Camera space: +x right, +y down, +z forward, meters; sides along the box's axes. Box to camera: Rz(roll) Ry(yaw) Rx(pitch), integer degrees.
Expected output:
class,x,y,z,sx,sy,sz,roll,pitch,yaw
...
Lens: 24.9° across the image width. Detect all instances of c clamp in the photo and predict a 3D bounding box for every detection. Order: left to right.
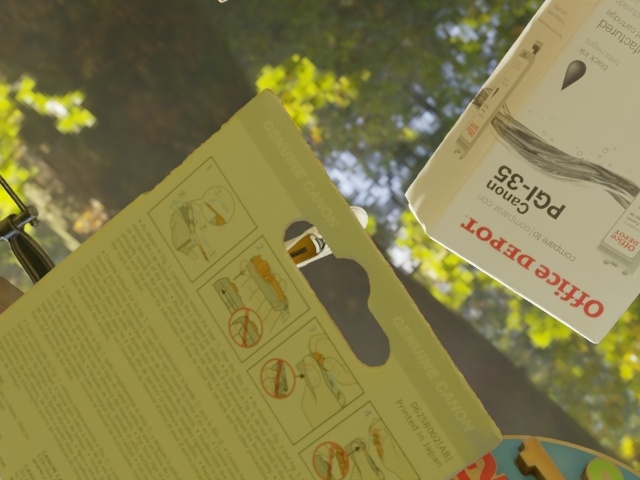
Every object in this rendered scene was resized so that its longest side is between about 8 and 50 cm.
class,x,y,z,sx,sy,sz,roll,pitch,yaw
c clamp,-0.273,0.027,1.183,0.160,0.137,0.022,-38,-175,27

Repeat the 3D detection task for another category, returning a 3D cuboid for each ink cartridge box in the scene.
class,x,y,z,sx,sy,sz,roll,pitch,yaw
ink cartridge box,-0.047,0.074,0.668,0.232,0.189,0.066,-38,167,19
ink cartridge box,0.243,-0.080,1.291,0.283,0.207,0.117,-54,-164,13

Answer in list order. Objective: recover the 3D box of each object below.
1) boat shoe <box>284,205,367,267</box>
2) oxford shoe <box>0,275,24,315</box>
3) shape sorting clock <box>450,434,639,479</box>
class,x,y,z,sx,sy,sz,roll,pitch,yaw
boat shoe,0.000,0.000,1.371,0.100,0.035,0.035,-26,-170,5
oxford shoe,-0.121,0.172,0.878,0.140,0.397,0.146,-29,-169,12
shape sorting clock,0.114,0.180,0.728,0.206,0.206,0.040,-75,173,-48
